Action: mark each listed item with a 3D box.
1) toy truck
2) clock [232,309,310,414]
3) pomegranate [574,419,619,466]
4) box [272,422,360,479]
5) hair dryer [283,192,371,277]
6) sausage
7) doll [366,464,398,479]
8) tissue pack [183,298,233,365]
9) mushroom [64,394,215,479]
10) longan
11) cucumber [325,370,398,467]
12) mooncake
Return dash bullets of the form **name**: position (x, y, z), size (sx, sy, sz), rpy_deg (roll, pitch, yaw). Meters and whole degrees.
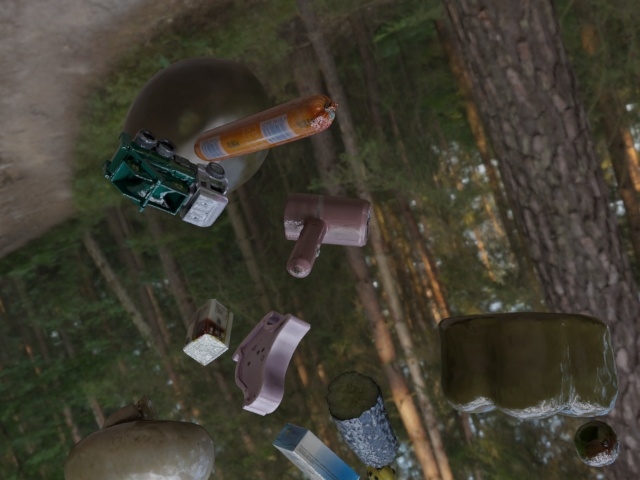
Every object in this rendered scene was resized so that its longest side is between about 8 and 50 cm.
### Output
- **toy truck**: position (-0.270, -0.098, 1.212), size (0.110, 0.216, 0.116), rpy_deg (-48, -144, 28)
- **clock**: position (-0.140, 0.342, 2.016), size (0.290, 0.080, 0.275), rpy_deg (-52, -151, 20)
- **pomegranate**: position (0.761, 0.560, 1.880), size (0.130, 0.130, 0.130), rpy_deg (-19, -172, 3)
- **box**: position (-0.013, 0.562, 1.749), size (0.073, 0.194, 0.139), rpy_deg (-50, -166, -23)
- **hair dryer**: position (0.000, 0.000, 1.658), size (0.210, 0.125, 0.352), rpy_deg (6, -151, 9)
- **sausage**: position (-0.091, -0.158, 0.996), size (0.053, 0.053, 0.348), rpy_deg (-26, -167, -37)
- **doll**: position (0.247, 0.791, 2.140), size (0.086, 0.117, 0.291), rpy_deg (-39, -133, -18)
- **tissue pack**: position (-0.324, 0.263, 1.975), size (0.106, 0.099, 0.148), rpy_deg (-37, -152, 22)
- **mushroom**: position (-0.279, 0.335, 1.065), size (0.226, 0.178, 0.226), rpy_deg (-12, 149, -8)
- **longan**: position (-0.301, -0.267, 1.685), size (0.404, 0.336, 0.404), rpy_deg (-38, -175, 4)
- **cucumber**: position (0.067, 0.260, 0.931), size (0.072, 0.072, 0.300), rpy_deg (-19, 145, 2)
- **mooncake**: position (0.537, 0.326, 1.818), size (0.467, 0.262, 0.467), rpy_deg (0, 172, 0)
